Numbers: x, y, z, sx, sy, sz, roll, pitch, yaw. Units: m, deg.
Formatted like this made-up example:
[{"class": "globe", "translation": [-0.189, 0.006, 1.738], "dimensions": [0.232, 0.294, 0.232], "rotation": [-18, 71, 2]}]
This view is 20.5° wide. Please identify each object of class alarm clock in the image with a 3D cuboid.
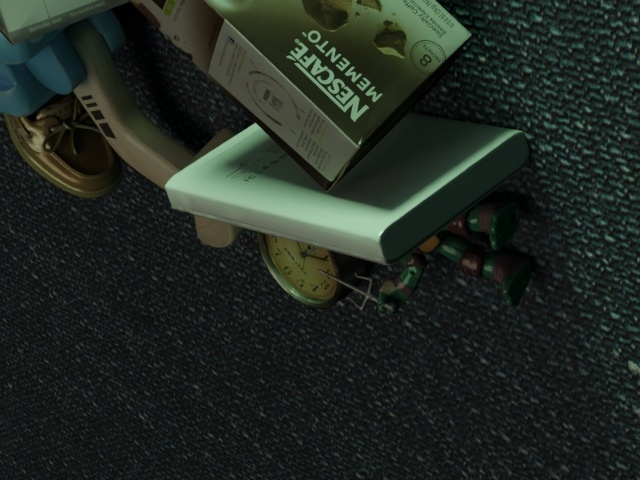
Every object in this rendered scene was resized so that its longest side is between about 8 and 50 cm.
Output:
[{"class": "alarm clock", "translation": [0.000, 0.000, 1.926], "dimensions": [0.129, 0.064, 0.192], "rotation": [52, 150, 4]}]

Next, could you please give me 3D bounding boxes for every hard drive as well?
[{"class": "hard drive", "translation": [0.021, -0.066, 1.706], "dimensions": [0.307, 0.203, 0.040], "rotation": [15, 131, 46]}]

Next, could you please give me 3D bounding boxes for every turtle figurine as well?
[{"class": "turtle figurine", "translation": [0.088, -0.006, 1.754], "dimensions": [0.234, 0.118, 0.175], "rotation": [9, 154, 30]}]

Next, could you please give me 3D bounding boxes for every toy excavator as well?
[{"class": "toy excavator", "translation": [-0.284, -0.210, 2.014], "dimensions": [0.433, 0.222, 0.445], "rotation": [14, 144, 45]}]

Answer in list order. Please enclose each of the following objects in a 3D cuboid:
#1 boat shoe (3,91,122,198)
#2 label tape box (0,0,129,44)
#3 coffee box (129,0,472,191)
[{"class": "boat shoe", "translation": [-0.344, -0.175, 2.176], "dimensions": [0.285, 0.104, 0.089], "rotation": [49, 150, 10]}, {"class": "label tape box", "translation": [-0.253, -0.390, 1.716], "dimensions": [0.106, 0.241, 0.333], "rotation": [45, 155, 58]}, {"class": "coffee box", "translation": [-0.033, -0.214, 1.613], "dimensions": [0.297, 0.168, 0.119], "rotation": [44, 156, 2]}]
